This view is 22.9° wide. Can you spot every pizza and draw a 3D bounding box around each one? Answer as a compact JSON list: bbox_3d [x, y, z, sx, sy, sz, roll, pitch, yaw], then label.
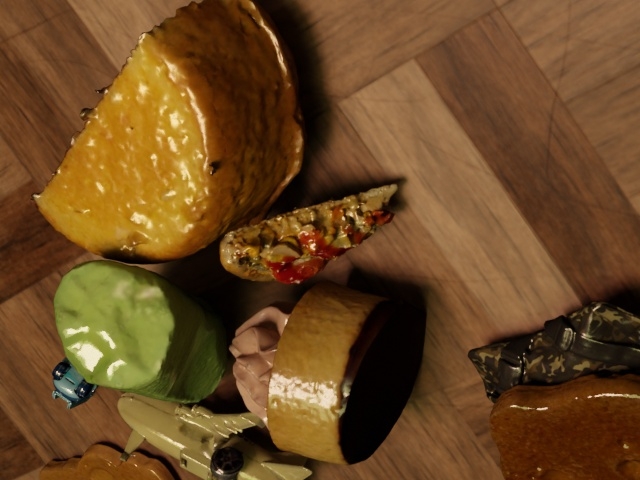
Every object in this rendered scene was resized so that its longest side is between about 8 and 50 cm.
[{"bbox_3d":[0.000,0.000,1.641,0.199,0.188,0.062,-26,77,18],"label":"pizza"}]

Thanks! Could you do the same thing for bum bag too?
[{"bbox_3d":[0.249,0.121,1.603,0.248,0.069,0.102,-29,97,43],"label":"bum bag"}]

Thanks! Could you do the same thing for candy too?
[{"bbox_3d":[-0.190,0.103,1.715,0.142,0.343,0.131,8,82,9],"label":"candy"}]

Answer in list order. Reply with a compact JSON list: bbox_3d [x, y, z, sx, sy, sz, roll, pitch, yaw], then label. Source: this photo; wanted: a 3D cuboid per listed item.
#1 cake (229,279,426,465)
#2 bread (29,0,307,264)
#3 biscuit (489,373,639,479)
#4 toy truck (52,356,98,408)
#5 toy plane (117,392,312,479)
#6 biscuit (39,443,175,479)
[{"bbox_3d":[-0.006,0.129,1.698,0.178,0.207,0.185,22,147,26],"label":"cake"},{"bbox_3d":[-0.134,-0.086,1.617,0.179,0.194,0.340,49,129,10],"label":"bread"},{"bbox_3d":[0.313,0.237,1.610,0.257,0.049,0.273,-11,125,34],"label":"biscuit"},{"bbox_3d":[-0.306,0.180,1.998,0.056,0.073,0.090,35,145,8],"label":"toy truck"},{"bbox_3d":[-0.131,0.251,1.901,0.256,0.104,0.242,17,147,6],"label":"toy plane"},{"bbox_3d":[-0.278,0.336,2.102,0.236,0.040,0.144,-22,113,38],"label":"biscuit"}]
